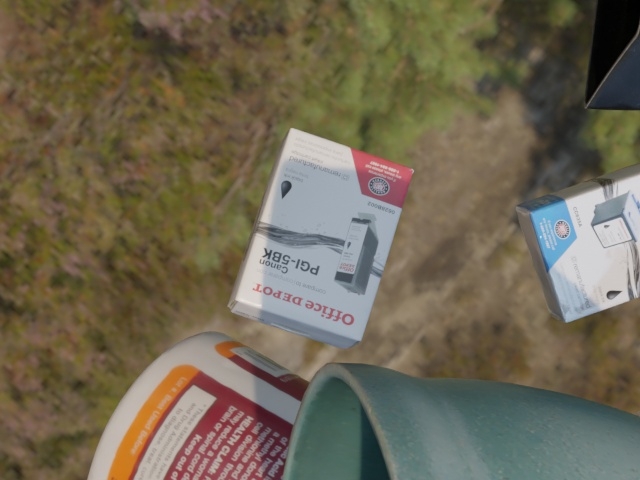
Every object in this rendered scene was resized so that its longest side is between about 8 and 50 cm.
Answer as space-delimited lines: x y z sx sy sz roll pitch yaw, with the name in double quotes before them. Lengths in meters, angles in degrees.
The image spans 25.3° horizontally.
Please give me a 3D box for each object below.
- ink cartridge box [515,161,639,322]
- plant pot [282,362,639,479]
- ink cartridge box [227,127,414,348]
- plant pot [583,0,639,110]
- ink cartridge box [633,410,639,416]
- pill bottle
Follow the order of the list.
"ink cartridge box" 0.341 -0.003 1.651 0.191 0.139 0.082 -19 -173 -2
"plant pot" 0.099 0.186 0.477 0.196 0.293 0.293 0 144 -11
"ink cartridge box" 0.000 0.000 1.039 0.056 0.099 0.135 135 -28 -77
"plant pot" 0.365 -0.228 1.358 0.188 0.167 0.187 104 -4 -72
"ink cartridge box" 0.261 0.206 1.025 0.092 0.160 0.219 -47 173 -19
"pill bottle" 0.006 0.263 1.265 0.224 0.392 0.224 -46 152 -33
